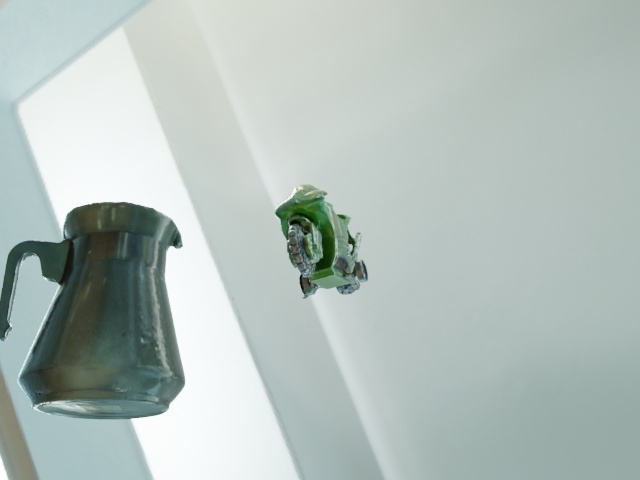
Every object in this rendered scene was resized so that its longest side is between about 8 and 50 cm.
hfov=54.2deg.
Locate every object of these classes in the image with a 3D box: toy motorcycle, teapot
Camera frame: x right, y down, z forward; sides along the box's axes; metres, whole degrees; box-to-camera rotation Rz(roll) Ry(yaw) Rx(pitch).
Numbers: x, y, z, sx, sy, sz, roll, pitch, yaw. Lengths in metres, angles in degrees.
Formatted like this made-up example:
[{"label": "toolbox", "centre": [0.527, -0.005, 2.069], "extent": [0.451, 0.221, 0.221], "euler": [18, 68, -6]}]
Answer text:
[{"label": "toy motorcycle", "centre": [0.000, 0.000, 0.661], "extent": [0.074, 0.190, 0.106], "euler": [-16, -106, 15]}, {"label": "teapot", "centre": [-0.253, 0.079, 0.710], "extent": [0.203, 0.171, 0.225], "euler": [4, -115, -14]}]
